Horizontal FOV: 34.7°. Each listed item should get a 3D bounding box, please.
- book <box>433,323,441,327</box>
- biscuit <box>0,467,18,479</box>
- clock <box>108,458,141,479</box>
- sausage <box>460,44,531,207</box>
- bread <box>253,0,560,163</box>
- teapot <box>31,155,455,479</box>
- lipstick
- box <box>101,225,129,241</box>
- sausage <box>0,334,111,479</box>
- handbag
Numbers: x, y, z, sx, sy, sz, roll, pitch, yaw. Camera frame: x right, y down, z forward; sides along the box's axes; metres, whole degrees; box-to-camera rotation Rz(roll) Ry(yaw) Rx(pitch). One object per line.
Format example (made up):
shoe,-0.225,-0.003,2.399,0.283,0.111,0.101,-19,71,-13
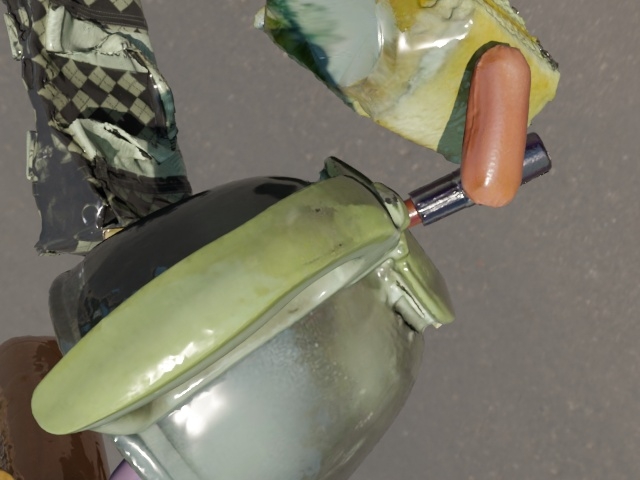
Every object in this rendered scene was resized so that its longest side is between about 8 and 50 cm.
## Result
book,0.130,0.063,1.399,0.111,0.014,0.077,46,160,21
biscuit,-0.289,0.305,0.967,0.275,0.052,0.355,-21,118,35
clock,-0.119,0.246,0.925,0.152,0.110,0.050,32,107,-5
sausage,0.209,-0.136,1.216,0.077,0.077,0.194,4,87,30
bread,0.098,-0.273,1.351,0.395,0.264,0.239,41,110,20
teapot,-0.048,0.038,0.680,0.239,0.239,0.321,55,-174,38
lipstick,0.247,-0.091,1.739,0.299,0.081,0.081,-26,116,3
box,-0.079,0.010,1.008,0.240,0.159,0.071,-4,89,2
sausage,-0.303,0.212,1.125,0.121,0.304,0.121,-10,123,-16
handbag,-0.309,-0.177,1.325,0.180,0.317,0.416,-17,83,11
